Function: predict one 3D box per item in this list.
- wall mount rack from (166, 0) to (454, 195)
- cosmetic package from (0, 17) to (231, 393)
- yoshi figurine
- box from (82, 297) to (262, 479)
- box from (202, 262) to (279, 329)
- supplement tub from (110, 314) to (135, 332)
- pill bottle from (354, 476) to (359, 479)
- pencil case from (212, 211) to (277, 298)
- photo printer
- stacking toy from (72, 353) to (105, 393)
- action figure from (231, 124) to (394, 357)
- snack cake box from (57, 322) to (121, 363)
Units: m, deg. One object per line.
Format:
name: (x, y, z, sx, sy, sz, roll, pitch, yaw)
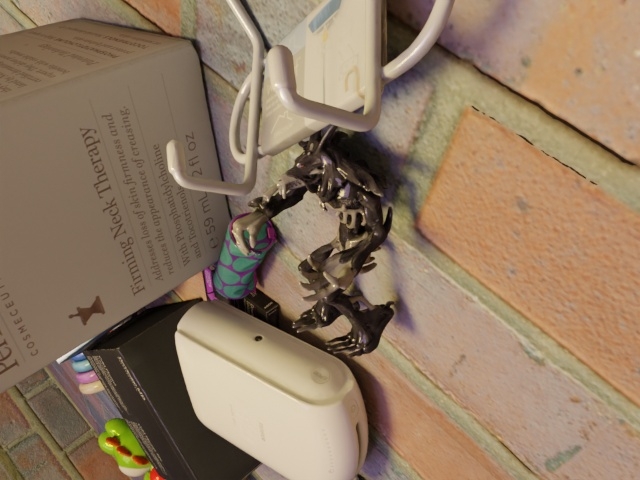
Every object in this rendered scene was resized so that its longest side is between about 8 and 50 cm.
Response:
wall mount rack: (-0.048, -0.213, 0.508, 0.350, 0.130, 0.304, -18, 68, 54)
cosmetic package: (-0.386, -0.079, 0.779, 0.327, 0.393, 0.330, 25, 136, 37)
yoshi figurine: (-0.364, 0.543, 1.405, 0.362, 0.204, 0.203, 28, 137, 11)
box: (-0.293, 0.318, 1.171, 0.312, 0.179, 0.343, -15, 105, 56)
box: (-0.131, 0.112, 0.942, 0.162, 0.029, 0.116, 29, 138, 31)
supplement tub: (-0.475, 0.150, 1.323, 0.106, 0.106, 0.198, 52, 146, 7)
pill bottle: (0.051, 0.465, 0.960, 0.078, 0.078, 0.137, -2, 115, 51)
pencil case: (-0.110, 0.026, 0.816, 0.070, 0.065, 0.152, 13, 146, -13)
photo printer: (-0.068, 0.249, 0.876, 0.307, 0.107, 0.256, 22, 134, 27)
stacking toy: (-0.706, 0.283, 1.712, 0.141, 0.141, 0.331, -6, 105, 52)
action figure: (0.000, 0.000, 0.599, 0.164, 0.140, 0.276, 33, 142, 48)
snack cake box: (-0.435, 0.100, 1.116, 0.264, 0.089, 0.152, -35, 89, 12)
